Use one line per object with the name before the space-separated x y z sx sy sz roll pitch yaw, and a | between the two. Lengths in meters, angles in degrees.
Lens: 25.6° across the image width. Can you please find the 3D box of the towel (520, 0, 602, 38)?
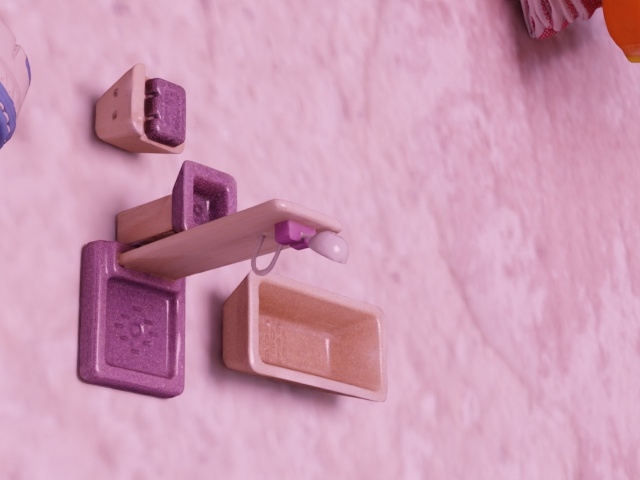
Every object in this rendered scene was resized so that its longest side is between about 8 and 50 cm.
towel | 0.113 -0.192 0.670 0.144 0.029 0.197 59 40 -13

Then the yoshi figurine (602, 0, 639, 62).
yoshi figurine | 0.151 -0.270 0.562 0.203 0.203 0.362 -21 100 -7

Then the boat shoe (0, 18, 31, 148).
boat shoe | -0.136 -0.057 0.285 0.183 0.066 0.066 37 52 -37

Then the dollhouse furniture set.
dollhouse furniture set | 0.000 0.000 0.416 0.114 0.081 0.091 20 62 -45
